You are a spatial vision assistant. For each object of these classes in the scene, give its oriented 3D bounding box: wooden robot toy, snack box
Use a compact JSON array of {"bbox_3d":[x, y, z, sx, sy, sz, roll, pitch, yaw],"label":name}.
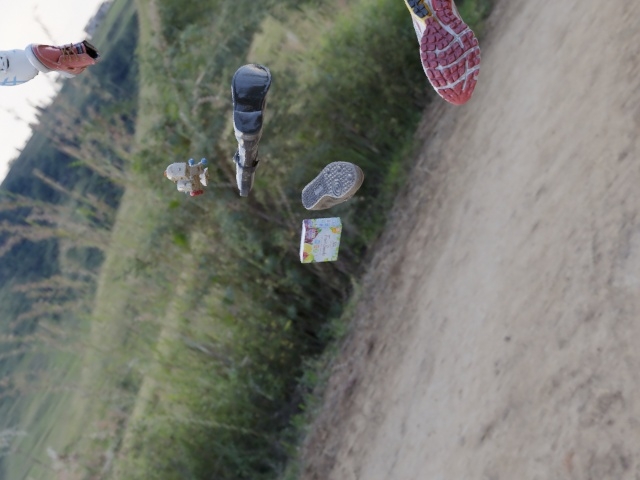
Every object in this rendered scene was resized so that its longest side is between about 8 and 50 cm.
[{"bbox_3d":[-0.285,-0.129,1.789,0.173,0.079,0.076,-32,-58,-80],"label":"wooden robot toy"},{"bbox_3d":[0.000,0.000,2.339,0.141,0.100,0.037,97,164,-49],"label":"snack box"}]

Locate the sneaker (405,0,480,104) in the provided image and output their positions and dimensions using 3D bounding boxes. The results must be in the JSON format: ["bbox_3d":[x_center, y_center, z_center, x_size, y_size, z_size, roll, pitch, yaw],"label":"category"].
[{"bbox_3d":[0.193,-0.313,1.342,0.088,0.225,0.093,-16,-16,12],"label":"sneaker"}]

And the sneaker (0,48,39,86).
[{"bbox_3d":[-0.722,-0.375,1.870,0.086,0.237,0.085,-103,13,-81],"label":"sneaker"}]

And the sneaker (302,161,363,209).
[{"bbox_3d":[0.036,-0.104,1.602,0.188,0.071,0.066,-21,80,57],"label":"sneaker"}]

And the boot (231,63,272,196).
[{"bbox_3d":[-0.176,-0.268,2.104,0.229,0.091,0.263,100,177,-56],"label":"boot"}]

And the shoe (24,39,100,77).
[{"bbox_3d":[-0.519,-0.379,1.765,0.081,0.063,0.178,-26,-5,14],"label":"shoe"}]
